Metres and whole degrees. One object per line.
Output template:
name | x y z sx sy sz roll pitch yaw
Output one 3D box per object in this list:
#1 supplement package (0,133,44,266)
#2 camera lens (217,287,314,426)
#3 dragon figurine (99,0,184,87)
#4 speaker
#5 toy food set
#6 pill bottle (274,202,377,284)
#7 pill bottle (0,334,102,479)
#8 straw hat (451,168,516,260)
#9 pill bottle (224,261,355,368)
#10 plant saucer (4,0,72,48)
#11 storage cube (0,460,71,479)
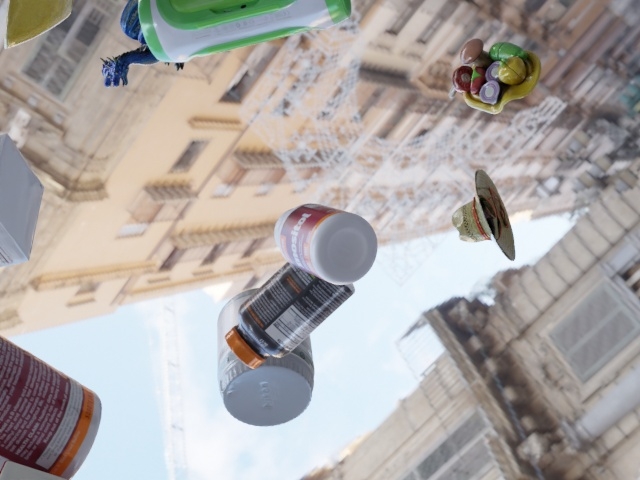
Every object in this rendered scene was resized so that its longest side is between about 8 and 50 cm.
supplement package | -0.808 -0.094 2.113 0.204 0.145 0.261 70 -170 -47
camera lens | -0.128 0.260 1.974 0.219 0.219 0.274 29 -152 -25
dragon figurine | -0.315 -0.408 1.609 0.144 0.289 0.085 9 -161 -47
speaker | -0.110 -0.349 1.265 0.131 0.297 0.131 -10 -90 -78
toy food set | 0.289 -0.304 1.521 0.071 0.128 0.218 31 -179 -33
pill bottle | 0.000 0.000 1.048 0.086 0.086 0.152 28 176 -25
pill bottle | -0.591 0.265 1.457 0.392 0.224 0.224 41 -160 -29
straw hat | 0.215 -0.026 1.182 0.144 0.061 0.144 46 -148 -41
pill bottle | -0.064 0.128 1.601 0.130 0.246 0.130 47 -175 -6
plant saucer | -0.366 -0.444 1.157 0.081 0.332 0.332 6 -159 -20
storage cube | -0.458 0.497 1.373 0.215 0.193 0.183 21 -136 -9
